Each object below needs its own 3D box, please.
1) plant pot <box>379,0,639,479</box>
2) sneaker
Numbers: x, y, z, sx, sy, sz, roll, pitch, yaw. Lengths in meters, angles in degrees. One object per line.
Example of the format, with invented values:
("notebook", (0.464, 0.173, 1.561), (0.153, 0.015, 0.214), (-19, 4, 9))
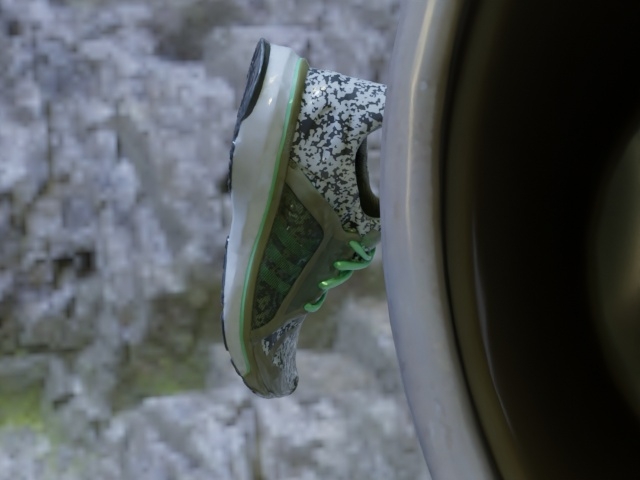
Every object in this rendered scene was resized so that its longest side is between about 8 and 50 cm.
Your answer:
("plant pot", (0.173, -0.002, 0.492), (0.280, 0.323, 0.323), (77, -170, -87))
("sneaker", (0.000, 0.000, 1.845), (0.158, 0.182, 0.410), (-76, -9, -55))
